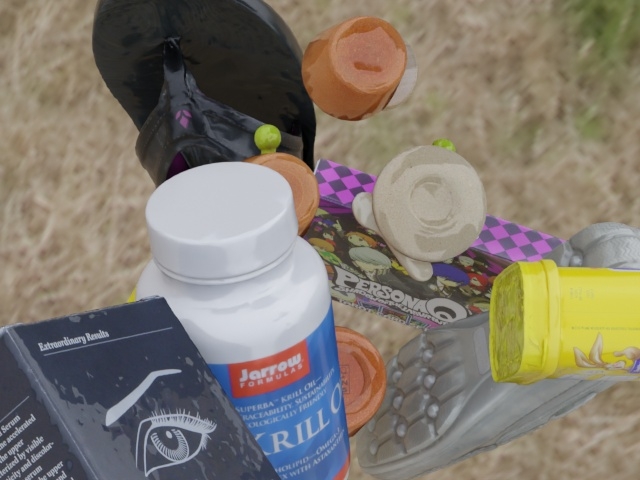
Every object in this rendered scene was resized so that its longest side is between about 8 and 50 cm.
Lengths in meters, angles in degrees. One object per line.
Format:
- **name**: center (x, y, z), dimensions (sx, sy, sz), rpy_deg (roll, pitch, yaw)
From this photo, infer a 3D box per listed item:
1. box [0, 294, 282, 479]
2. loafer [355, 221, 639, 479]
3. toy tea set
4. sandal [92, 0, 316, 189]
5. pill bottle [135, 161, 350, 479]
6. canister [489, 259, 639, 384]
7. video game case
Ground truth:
- **box**: center (-0.112, 0.148, 1.115), dimensions (0.207, 0.108, 0.153), rpy_deg (56, 28, 15)
- **loafer**: center (0.148, 0.098, 1.454), dimensions (0.111, 0.319, 0.112), rpy_deg (22, 50, -32)
- **toy tea set**: center (0.000, 0.000, 1.460), dimensions (0.200, 0.124, 0.336), rpy_deg (33, 76, -7)
- **sandal**: center (-0.073, -0.059, 1.724), dimensions (0.168, 0.445, 0.107), rpy_deg (-11, 48, 10)
- **pill bottle**: center (-0.051, 0.067, 1.259), dimensions (0.124, 0.221, 0.124), rpy_deg (-6, 35, 4)
- **canister**: center (0.201, 0.055, 1.266), dimensions (0.170, 0.126, 0.073), rpy_deg (1, 81, -5)
- **video game case**: center (0.093, 0.023, 1.708), dimensions (0.232, 0.210, 0.041), rpy_deg (19, 66, 2)
